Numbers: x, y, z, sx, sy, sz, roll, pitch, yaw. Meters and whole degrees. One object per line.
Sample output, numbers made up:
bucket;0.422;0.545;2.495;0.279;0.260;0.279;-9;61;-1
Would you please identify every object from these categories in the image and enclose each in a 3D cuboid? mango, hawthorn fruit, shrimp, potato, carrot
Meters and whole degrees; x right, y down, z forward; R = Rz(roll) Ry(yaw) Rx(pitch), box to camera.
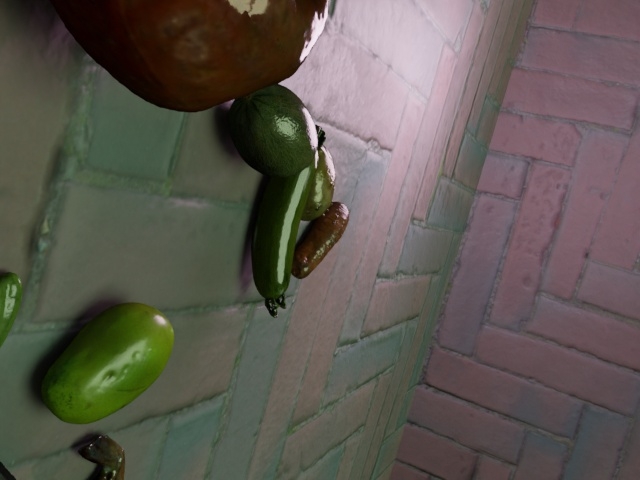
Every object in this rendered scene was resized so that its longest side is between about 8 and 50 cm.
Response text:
mango;-0.241;0.141;0.767;0.163;0.089;0.117;-44;154;-29
hawthorn fruit;-0.116;-0.242;0.562;0.262;0.258;0.258;40;67;-37
shrimp;-0.307;0.303;0.777;0.296;0.058;0.169;65;38;-63
potato;-0.013;-0.099;1.131;0.092;0.070;0.137;2;104;-59
carrot;0.000;0.000;1.258;0.186;0.060;0.060;-58;154;-32

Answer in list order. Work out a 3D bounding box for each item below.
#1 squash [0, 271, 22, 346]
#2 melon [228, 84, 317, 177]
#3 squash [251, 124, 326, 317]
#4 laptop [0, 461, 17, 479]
squash;-0.304;0.073;0.634;0.027;0.027;0.089;7;102;-68
melon;-0.063;-0.147;0.920;0.114;0.114;0.167;-66;157;-14
squash;-0.062;-0.034;1.060;0.080;0.071;0.318;6;99;-58
laptop;-0.353;0.263;0.592;0.129;0.016;0.180;65;35;-28
